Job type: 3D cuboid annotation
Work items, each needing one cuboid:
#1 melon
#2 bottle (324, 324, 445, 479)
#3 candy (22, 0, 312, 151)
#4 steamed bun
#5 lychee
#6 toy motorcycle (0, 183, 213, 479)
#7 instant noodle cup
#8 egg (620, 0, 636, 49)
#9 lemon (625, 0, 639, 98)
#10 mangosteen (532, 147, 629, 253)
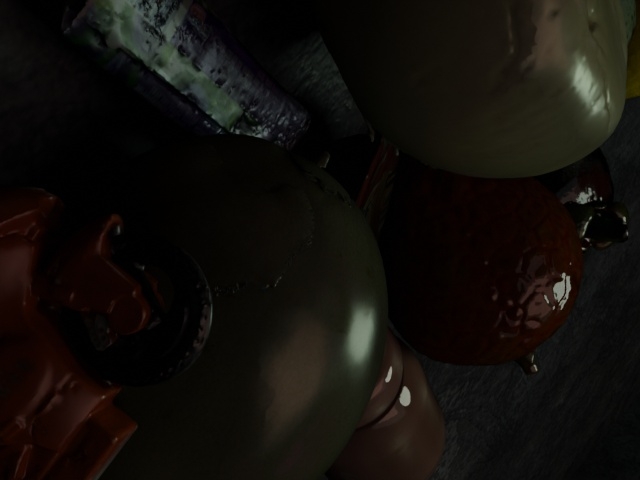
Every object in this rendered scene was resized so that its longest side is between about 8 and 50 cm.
[{"bbox_3d":[-0.084,0.073,0.810,0.330,0.268,0.268,-62,153,6],"label":"melon"},{"bbox_3d":[0.030,0.196,1.252,0.206,0.173,0.297,-22,149,2],"label":"bottle"},{"bbox_3d":[-0.102,-0.131,0.805,0.088,0.061,0.312,-56,152,-4],"label":"candy"},{"bbox_3d":[0.108,-0.220,0.871,0.312,0.232,0.334,36,46,-56],"label":"steamed bun"},{"bbox_3d":[0.181,0.026,1.218,0.300,0.255,0.255,43,76,-28],"label":"lychee"},{"bbox_3d":[-0.230,0.093,0.661,0.326,0.221,0.148,-52,174,8],"label":"toy motorcycle"},{"bbox_3d":[0.000,0.000,1.036,0.274,0.090,0.274,17,90,-80],"label":"instant noodle cup"},{"bbox_3d":[0.244,-0.226,1.183,0.231,0.169,0.169,-41,151,-5],"label":"egg"},{"bbox_3d":[0.394,-0.273,1.376,0.203,0.178,0.178,-28,139,-46],"label":"lemon"},{"bbox_3d":[0.300,-0.054,1.403,0.216,0.216,0.216,-40,147,-33],"label":"mangosteen"}]
